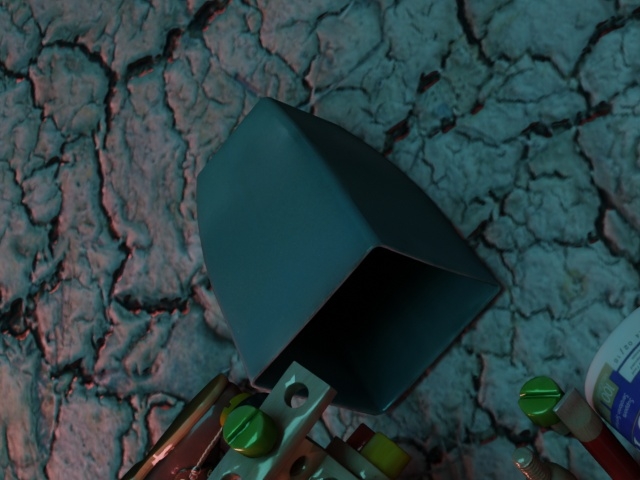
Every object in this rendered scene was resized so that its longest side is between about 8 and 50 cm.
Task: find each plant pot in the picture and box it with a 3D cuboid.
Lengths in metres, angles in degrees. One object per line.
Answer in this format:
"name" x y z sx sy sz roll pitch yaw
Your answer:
"plant pot" 0.000 0.000 1.445 0.166 0.165 0.234 -49 49 21

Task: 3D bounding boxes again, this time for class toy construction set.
"toy construction set" 0.061 0.185 1.258 0.308 0.237 0.257 -31 48 10

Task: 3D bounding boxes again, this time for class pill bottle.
"pill bottle" 0.292 0.134 1.216 0.186 0.112 0.112 44 109 35

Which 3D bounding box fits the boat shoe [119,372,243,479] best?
"boat shoe" -0.129 0.211 1.570 0.073 0.073 0.207 39 115 -4
